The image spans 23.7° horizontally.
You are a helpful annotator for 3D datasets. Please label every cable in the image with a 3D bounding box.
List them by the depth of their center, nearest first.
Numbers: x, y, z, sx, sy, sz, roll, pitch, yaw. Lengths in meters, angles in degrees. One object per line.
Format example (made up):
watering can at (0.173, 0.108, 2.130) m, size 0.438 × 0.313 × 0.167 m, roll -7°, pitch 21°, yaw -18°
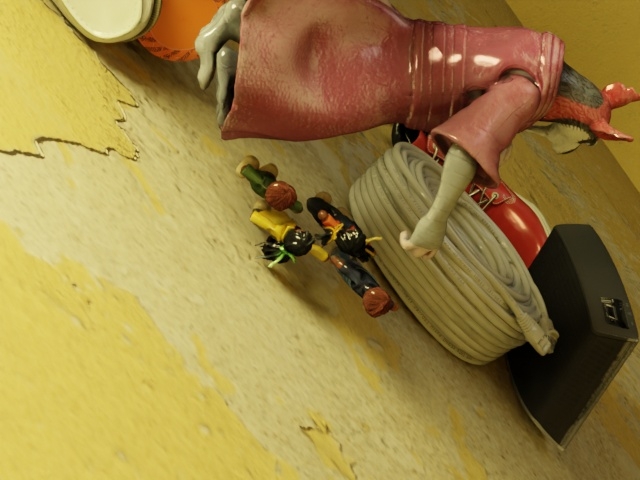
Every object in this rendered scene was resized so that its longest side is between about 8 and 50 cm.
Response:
cable at (0.137, 0.013, 1.638) m, size 0.257 × 0.089 × 0.257 m, roll 44°, pitch 18°, yaw -17°

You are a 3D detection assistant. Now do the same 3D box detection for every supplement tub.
supplement tub at (-0.142, -0.258, 1.447) m, size 0.117 × 0.117 × 0.190 m, roll 38°, pitch 22°, yaw -34°

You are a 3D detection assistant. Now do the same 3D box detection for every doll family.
doll family at (0.000, 0.000, 1.321) m, size 0.193 × 0.076 × 0.111 m, roll 25°, pitch 7°, yaw -24°

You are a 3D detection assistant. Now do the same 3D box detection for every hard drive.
hard drive at (0.265, 0.094, 1.671) m, size 0.054 × 0.172 × 0.254 m, roll 23°, pitch 25°, yaw -14°

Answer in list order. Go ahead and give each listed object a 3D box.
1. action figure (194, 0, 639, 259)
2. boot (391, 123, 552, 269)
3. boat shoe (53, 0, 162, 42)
action figure at (0.090, -0.150, 1.292) m, size 0.248 × 0.370 × 0.275 m, roll -79°, pitch 172°, yaw -65°
boot at (0.184, -0.059, 1.907) m, size 0.176 × 0.088 × 0.244 m, roll 26°, pitch 22°, yaw -52°
boat shoe at (-0.222, -0.301, 1.262) m, size 0.103 × 0.113 × 0.302 m, roll -85°, pitch 153°, yaw -74°
